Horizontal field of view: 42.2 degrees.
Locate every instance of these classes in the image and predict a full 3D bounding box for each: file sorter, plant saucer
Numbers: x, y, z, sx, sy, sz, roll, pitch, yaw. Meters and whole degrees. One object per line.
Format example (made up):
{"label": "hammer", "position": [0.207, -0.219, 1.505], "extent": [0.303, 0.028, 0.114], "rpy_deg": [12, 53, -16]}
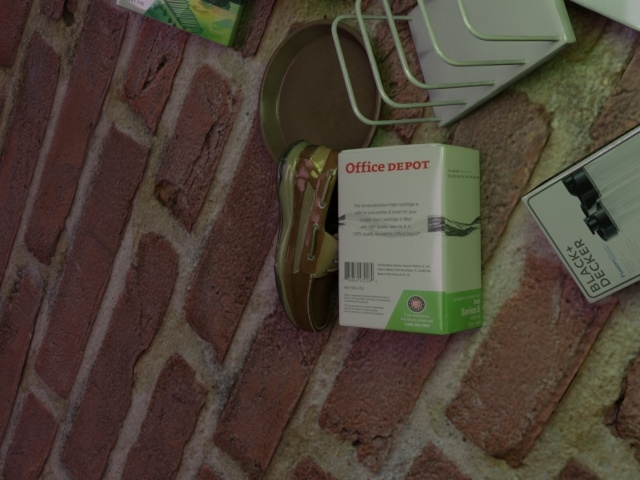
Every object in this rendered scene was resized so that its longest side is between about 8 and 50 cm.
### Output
{"label": "file sorter", "position": [0.166, -0.293, 1.137], "extent": [0.278, 0.173, 0.192], "rpy_deg": [-31, 71, 57]}
{"label": "plant saucer", "position": [0.002, -0.235, 1.419], "extent": [0.278, 0.041, 0.277], "rpy_deg": [0, 90, 41]}

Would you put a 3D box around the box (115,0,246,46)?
{"label": "box", "position": [-0.224, -0.547, 1.519], "extent": [0.232, 0.058, 0.321], "rpy_deg": [21, 110, 3]}

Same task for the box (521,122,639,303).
{"label": "box", "position": [0.415, -0.062, 1.005], "extent": [0.290, 0.087, 0.169], "rpy_deg": [-33, 87, 37]}

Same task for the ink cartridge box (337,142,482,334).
{"label": "ink cartridge box", "position": [0.133, -0.003, 1.259], "extent": [0.198, 0.115, 0.272], "rpy_deg": [1, 92, 41]}

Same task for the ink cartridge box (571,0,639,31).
{"label": "ink cartridge box", "position": [0.498, -0.361, 0.953], "extent": [0.385, 0.091, 0.308], "rpy_deg": [40, 116, 34]}

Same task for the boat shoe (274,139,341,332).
{"label": "boat shoe", "position": [0.000, 0.000, 1.361], "extent": [0.120, 0.122, 0.323], "rpy_deg": [7, 111, 25]}
